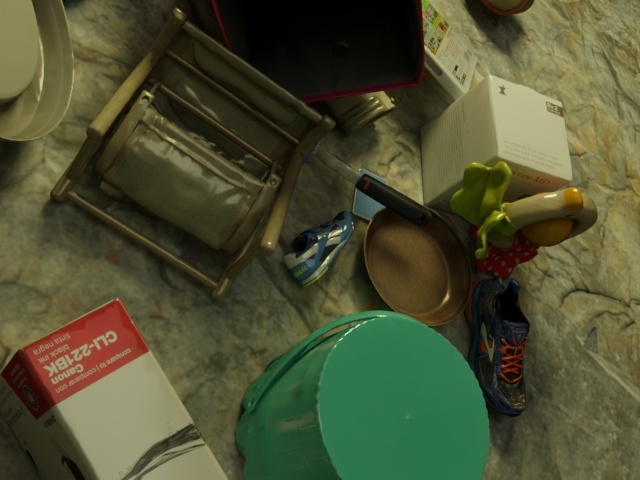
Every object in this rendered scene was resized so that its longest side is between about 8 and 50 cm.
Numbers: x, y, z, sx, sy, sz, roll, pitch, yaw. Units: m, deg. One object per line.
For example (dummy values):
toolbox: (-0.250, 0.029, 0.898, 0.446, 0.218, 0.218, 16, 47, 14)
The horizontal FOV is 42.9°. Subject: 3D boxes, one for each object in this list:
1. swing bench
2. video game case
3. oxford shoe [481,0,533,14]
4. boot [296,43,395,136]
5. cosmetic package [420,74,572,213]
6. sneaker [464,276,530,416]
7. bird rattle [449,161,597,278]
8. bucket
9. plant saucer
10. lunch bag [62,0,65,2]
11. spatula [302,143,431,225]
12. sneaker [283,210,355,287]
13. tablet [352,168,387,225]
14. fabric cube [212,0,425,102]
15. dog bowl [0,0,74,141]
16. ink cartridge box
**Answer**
swing bench: (-0.154, -0.109, 1.039, 0.253, 0.165, 0.254, 34, 50, -14)
video game case: (0.183, -0.347, 1.376, 0.206, 0.026, 0.227, 46, 30, -11)
oxford shoe: (0.289, -0.573, 1.569, 0.348, 0.123, 0.130, 59, 26, 5)
boot: (0.066, -0.272, 1.298, 0.213, 0.077, 0.165, -41, 92, -32)
cosmetic package: (0.274, -0.138, 1.299, 0.151, 0.184, 0.151, 13, 63, -26)
sneaker: (0.274, 0.154, 1.230, 0.083, 0.087, 0.221, 4, 67, -30)
bird rattle: (0.310, -0.013, 1.221, 0.253, 0.207, 0.143, 40, 43, -54)
bucket: (0.057, 0.229, 1.001, 0.281, 0.183, 0.281, 13, 63, -27)
plant saucer: (0.141, 0.038, 1.231, 0.199, 0.036, 0.198, 13, 64, -27)
lunch bag: (-0.348, -0.414, 1.070, 0.151, 0.129, 0.096, 50, 51, -1)
spatula: (0.037, -0.102, 1.193, 0.296, 0.084, 0.030, 32, 17, -8)
sneaker: (0.000, 0.000, 1.150, 0.059, 0.053, 0.144, 42, 53, -7)
tablet: (0.076, -0.067, 1.256, 0.054, 0.006, 0.083, 23, 58, -22)
fabric cube: (-0.004, -0.370, 1.119, 0.259, 0.254, 0.258, -7, 62, 5)
dog bowl: (-0.412, -0.260, 0.875, 0.349, 0.102, 0.348, -16, 90, -75)
ink cartridge box: (-0.207, 0.223, 0.831, 0.114, 0.197, 0.272, -30, 86, -36)
